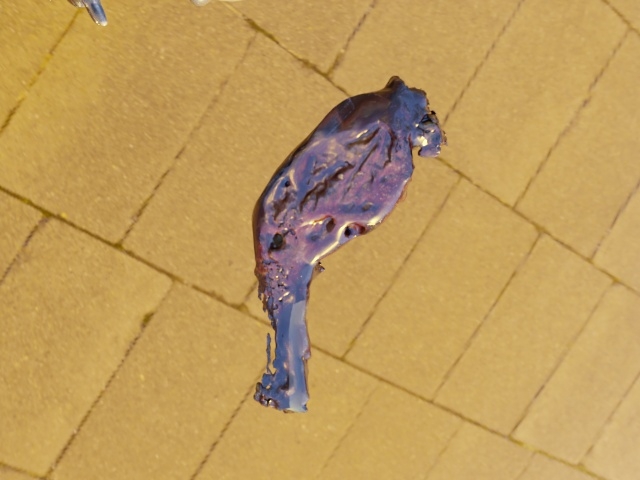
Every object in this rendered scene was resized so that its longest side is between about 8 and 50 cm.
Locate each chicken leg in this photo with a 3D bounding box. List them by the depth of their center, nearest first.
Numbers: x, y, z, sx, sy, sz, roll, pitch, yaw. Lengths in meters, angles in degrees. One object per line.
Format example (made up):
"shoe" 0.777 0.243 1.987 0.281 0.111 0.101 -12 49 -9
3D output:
"chicken leg" 0.000 0.000 0.653 0.253 0.106 0.051 -66 161 8

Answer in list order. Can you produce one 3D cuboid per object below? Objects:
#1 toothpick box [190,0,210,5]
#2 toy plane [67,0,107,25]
"toothpick box" -0.169 -0.529 1.482 0.229 0.229 0.316 5 122 -29
"toy plane" -0.352 -0.374 1.360 0.192 0.262 0.088 -21 147 -14
